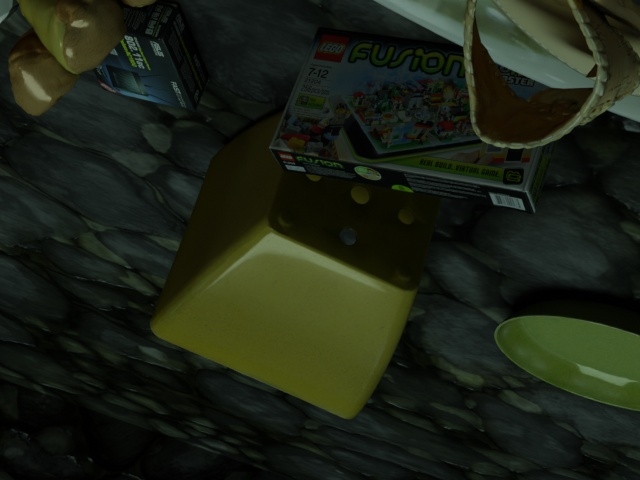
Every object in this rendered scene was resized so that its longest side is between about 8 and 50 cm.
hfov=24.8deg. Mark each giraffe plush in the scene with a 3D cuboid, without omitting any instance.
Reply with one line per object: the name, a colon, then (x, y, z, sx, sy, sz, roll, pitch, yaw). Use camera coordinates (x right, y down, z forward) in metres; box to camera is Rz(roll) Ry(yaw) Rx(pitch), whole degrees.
giraffe plush: (-0.209, -0.219, 1.038, 0.170, 0.181, 0.210, 40, -172, -21)

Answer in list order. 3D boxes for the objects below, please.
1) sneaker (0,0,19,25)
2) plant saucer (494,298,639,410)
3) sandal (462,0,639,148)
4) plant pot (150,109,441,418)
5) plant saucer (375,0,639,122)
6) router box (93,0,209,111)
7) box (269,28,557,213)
sneaker: (-0.361, -0.240, 1.174, 0.262, 0.099, 0.121, 13, 154, 15)
plant saucer: (0.302, 0.117, 1.524, 0.241, 0.037, 0.241, 17, 160, 7)
sandal: (0.080, -0.077, 0.575, 0.088, 0.079, 0.240, 25, 174, 22)
plant pot: (0.000, 0.000, 1.306, 0.212, 0.212, 0.187, 25, 146, -11)
plant saucer: (0.081, -0.182, 0.786, 0.400, 0.100, 0.400, 28, -178, -1)
router box: (-0.155, -0.163, 1.246, 0.092, 0.038, 0.122, 14, 159, 15)
box: (0.076, -0.093, 1.100, 0.207, 0.114, 0.036, 10, 157, 24)
